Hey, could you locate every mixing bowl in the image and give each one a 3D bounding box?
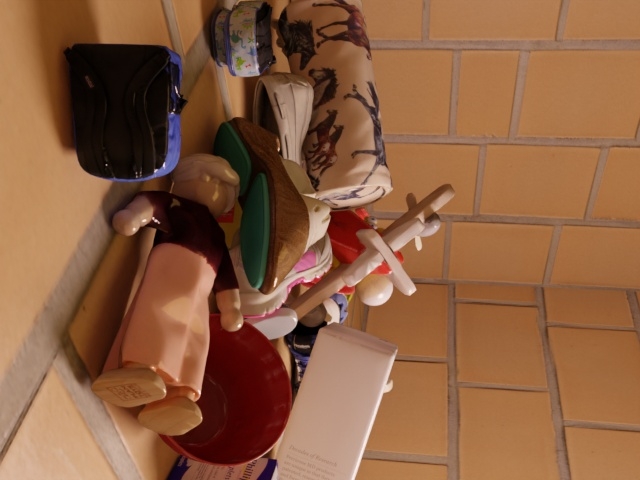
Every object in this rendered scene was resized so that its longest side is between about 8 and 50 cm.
[{"bbox_3d":[-0.137,0.188,0.812,0.098,0.181,0.182,-39,-147,46],"label":"mixing bowl"}]

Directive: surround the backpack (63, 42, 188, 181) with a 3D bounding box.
[{"bbox_3d":[-0.172,-0.115,0.631,0.101,0.097,0.120,-49,139,-82],"label":"backpack"}]

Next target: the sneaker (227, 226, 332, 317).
[{"bbox_3d":[-0.063,0.014,0.991,0.252,0.102,0.111,-41,124,-57],"label":"sneaker"}]

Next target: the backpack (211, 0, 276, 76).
[{"bbox_3d":[-0.115,-0.294,0.997,0.114,0.084,0.105,-82,170,-62],"label":"backpack"}]

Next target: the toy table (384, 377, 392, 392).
[{"bbox_3d":[0.064,0.432,1.952,0.161,0.252,0.274,-43,145,-54],"label":"toy table"}]

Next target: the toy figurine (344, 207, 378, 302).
[{"bbox_3d":[0.000,0.000,1.836,0.217,0.191,0.363,49,42,-31],"label":"toy figurine"}]

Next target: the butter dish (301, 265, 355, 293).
[{"bbox_3d":[0.039,0.039,1.662,0.118,0.159,0.160,-31,-128,57],"label":"butter dish"}]

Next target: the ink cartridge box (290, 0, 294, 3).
[{"bbox_3d":[0.015,-0.488,1.653,0.307,0.128,0.223,71,23,-67],"label":"ink cartridge box"}]

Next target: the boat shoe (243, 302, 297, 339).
[{"bbox_3d":[-0.102,0.107,1.015,0.065,0.183,0.083,22,56,-35],"label":"boat shoe"}]

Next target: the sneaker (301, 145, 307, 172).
[{"bbox_3d":[-0.064,-0.155,1.385,0.104,0.095,0.237,86,13,-74],"label":"sneaker"}]

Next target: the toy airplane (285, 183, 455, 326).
[{"bbox_3d":[0.095,0.039,1.444,0.272,0.385,0.384,60,31,-31],"label":"toy airplane"}]

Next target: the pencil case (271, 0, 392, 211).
[{"bbox_3d":[0.022,-0.255,1.290,0.160,0.183,0.411,3,77,-63],"label":"pencil case"}]

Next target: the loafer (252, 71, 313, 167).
[{"bbox_3d":[-0.089,-0.140,1.217,0.111,0.112,0.320,-9,110,-44],"label":"loafer"}]

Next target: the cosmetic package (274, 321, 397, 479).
[{"bbox_3d":[0.012,0.410,1.382,0.230,0.161,0.454,29,80,-81],"label":"cosmetic package"}]

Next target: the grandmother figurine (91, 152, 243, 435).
[{"bbox_3d":[-0.159,0.026,0.763,0.208,0.104,0.343,62,25,-44],"label":"grandmother figurine"}]

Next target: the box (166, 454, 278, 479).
[{"bbox_3d":[-0.128,0.360,0.903,0.072,0.137,0.126,-63,154,-68],"label":"box"}]

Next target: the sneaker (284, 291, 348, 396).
[{"bbox_3d":[-0.028,0.275,1.661,0.182,0.127,0.316,-8,106,-68],"label":"sneaker"}]

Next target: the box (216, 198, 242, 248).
[{"bbox_3d":[-0.127,-0.043,1.069,0.087,0.058,0.232,57,37,-74],"label":"box"}]

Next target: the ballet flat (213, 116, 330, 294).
[{"bbox_3d":[-0.059,-0.055,0.916,0.116,0.124,0.342,-67,-151,29],"label":"ballet flat"}]
